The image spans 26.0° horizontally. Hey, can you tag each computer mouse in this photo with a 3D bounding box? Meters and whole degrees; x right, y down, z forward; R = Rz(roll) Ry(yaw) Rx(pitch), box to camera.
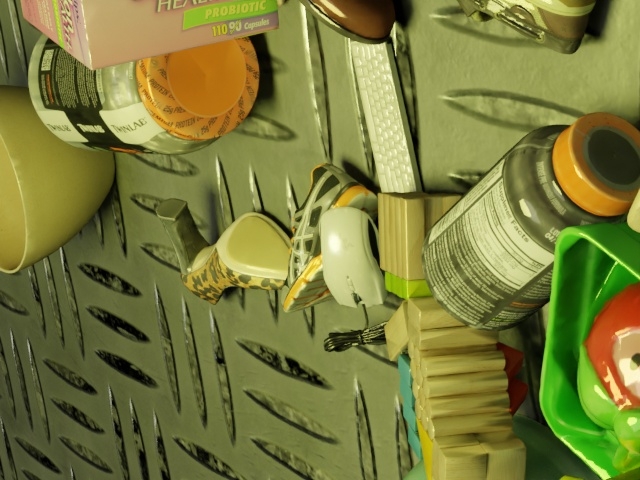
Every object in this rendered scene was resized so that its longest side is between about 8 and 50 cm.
[{"bbox_3d":[0.037,0.050,1.551,0.106,0.042,0.193,-3,125,18],"label":"computer mouse"}]

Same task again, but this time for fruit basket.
[{"bbox_3d":[0.275,0.189,1.019,0.392,0.392,0.283,43,150,37],"label":"fruit basket"}]

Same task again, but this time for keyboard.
[{"bbox_3d":[0.078,-0.093,1.507,0.072,0.014,0.256,5,111,56],"label":"keyboard"}]

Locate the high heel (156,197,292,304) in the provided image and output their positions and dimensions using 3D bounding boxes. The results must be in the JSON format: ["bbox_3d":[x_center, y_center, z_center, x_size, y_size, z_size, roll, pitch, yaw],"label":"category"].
[{"bbox_3d":[-0.090,0.049,1.813,0.261,0.093,0.186,23,149,35],"label":"high heel"}]

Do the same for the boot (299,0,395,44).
[{"bbox_3d":[0.057,-0.364,1.351,0.280,0.096,0.264,-41,64,49],"label":"boot"}]

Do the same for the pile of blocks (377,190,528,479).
[{"bbox_3d":[0.142,0.112,1.411,0.149,0.113,0.362,122,142,-69],"label":"pile of blocks"}]

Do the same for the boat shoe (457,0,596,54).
[{"bbox_3d":[0.152,-0.232,1.254,0.223,0.080,0.073,33,128,38],"label":"boat shoe"}]

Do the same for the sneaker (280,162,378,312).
[{"bbox_3d":[0.000,0.000,1.621,0.083,0.084,0.215,50,133,27],"label":"sneaker"}]

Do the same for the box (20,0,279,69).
[{"bbox_3d":[-0.194,-0.288,1.493,0.243,0.213,0.117,36,137,55],"label":"box"}]

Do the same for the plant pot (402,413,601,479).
[{"bbox_3d":[0.162,0.353,1.455,0.293,0.196,0.293,34,134,44],"label":"plant pot"}]

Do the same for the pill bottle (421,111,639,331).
[{"bbox_3d":[0.200,-0.019,1.251,0.130,0.130,0.245,62,147,13],"label":"pill bottle"}]

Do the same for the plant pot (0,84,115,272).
[{"bbox_3d":[-0.426,-0.112,2.098,0.284,0.191,0.284,32,132,45],"label":"plant pot"}]

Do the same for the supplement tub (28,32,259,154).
[{"bbox_3d":[-0.221,-0.204,1.732,0.316,0.193,0.193,8,114,56],"label":"supplement tub"}]

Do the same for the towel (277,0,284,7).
[{"bbox_3d":[-0.152,-0.460,1.619,0.332,0.053,0.317,35,135,44],"label":"towel"}]

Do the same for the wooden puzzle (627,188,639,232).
[{"bbox_3d":[0.388,-0.055,0.841,0.322,0.080,0.348,21,136,6],"label":"wooden puzzle"}]
